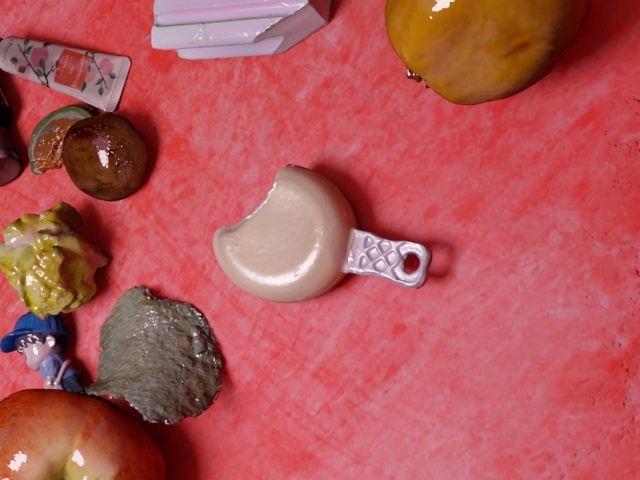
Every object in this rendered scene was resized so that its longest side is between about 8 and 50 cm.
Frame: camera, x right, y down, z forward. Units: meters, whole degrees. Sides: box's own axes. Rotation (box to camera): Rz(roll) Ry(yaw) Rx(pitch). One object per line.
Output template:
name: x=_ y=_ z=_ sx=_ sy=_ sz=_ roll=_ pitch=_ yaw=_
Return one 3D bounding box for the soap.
soap: x=-0.088 y=-0.301 z=1.112 sx=0.230 sy=0.091 sz=0.145 roll=3 pitch=88 yaw=28

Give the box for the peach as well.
peach: x=-0.309 y=0.289 z=1.094 sx=0.232 sy=0.256 sz=0.232 roll=2 pitch=83 yaw=-13

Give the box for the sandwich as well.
sandwich: x=-0.365 y=-0.146 z=1.275 sx=0.135 sy=0.029 sz=0.067 roll=-40 pitch=66 yaw=19

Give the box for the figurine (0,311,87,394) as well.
figurine: x=-0.354 y=0.158 z=1.203 sx=0.087 sy=0.086 sz=0.149 roll=-35 pitch=76 yaw=-17

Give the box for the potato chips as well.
potato chips: x=-0.215 y=0.139 z=1.117 sx=0.228 sy=0.059 sz=0.167 roll=20 pitch=53 yaw=32

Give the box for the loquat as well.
loquat: x=0.162 y=-0.234 z=0.911 sx=0.187 sy=0.176 sz=0.234 roll=41 pitch=139 yaw=-1

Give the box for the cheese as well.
cheese: x=-0.004 y=0.020 z=1.036 sx=0.249 sy=0.071 sz=0.163 roll=36 pitch=101 yaw=26

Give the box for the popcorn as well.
popcorn: x=-0.349 y=0.028 z=1.192 sx=0.126 sy=0.126 sz=0.145 roll=-32 pitch=45 yaw=13

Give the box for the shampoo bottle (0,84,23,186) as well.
shampoo bottle: x=-0.527 y=-0.225 z=1.344 sx=0.129 sy=0.084 sz=0.323 roll=-40 pitch=68 yaw=22

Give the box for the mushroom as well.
mushroom: x=-0.281 y=-0.109 z=1.205 sx=0.127 sy=0.087 sz=0.127 roll=11 pitch=112 yaw=28

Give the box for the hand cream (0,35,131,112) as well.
hand cream: x=-0.370 y=-0.242 z=1.286 sx=0.234 sy=0.050 sz=0.080 roll=18 pitch=88 yaw=23
